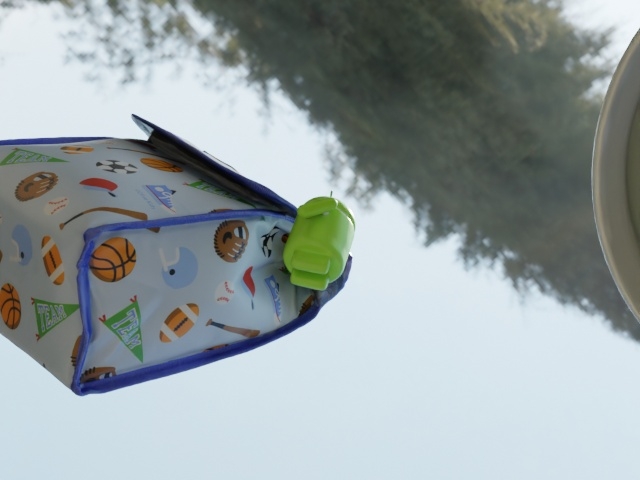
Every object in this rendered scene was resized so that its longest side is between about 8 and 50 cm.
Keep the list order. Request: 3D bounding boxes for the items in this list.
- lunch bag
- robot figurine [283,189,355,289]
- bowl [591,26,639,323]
[{"bbox_3d":[-0.200,-0.004,1.424,0.328,0.385,0.239,29,-63,43],"label":"lunch bag"},{"bbox_3d":[0.000,0.000,1.270,0.067,0.101,0.115,11,-134,9],"label":"robot figurine"},{"bbox_3d":[0.308,-0.049,0.710,0.298,0.298,0.134,-35,-174,13],"label":"bowl"}]
